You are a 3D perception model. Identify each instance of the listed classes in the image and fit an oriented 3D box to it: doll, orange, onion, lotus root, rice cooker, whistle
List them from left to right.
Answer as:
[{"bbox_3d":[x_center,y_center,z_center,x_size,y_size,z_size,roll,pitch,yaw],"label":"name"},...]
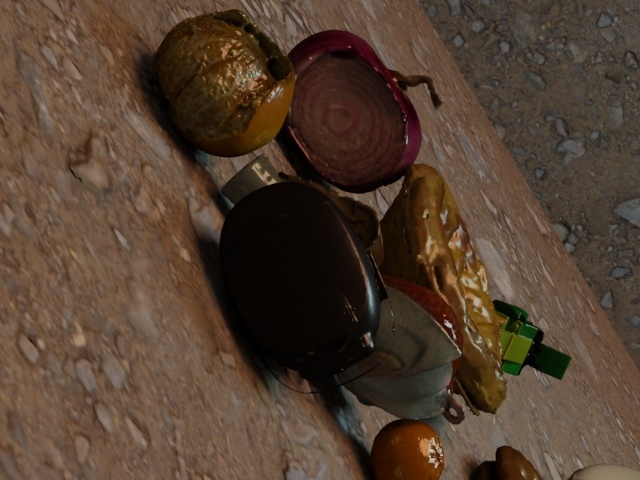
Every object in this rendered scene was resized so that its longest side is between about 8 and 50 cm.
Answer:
[{"bbox_3d":[-0.098,-0.164,1.527,0.156,0.134,0.156,56,4,-6],"label":"orange"},{"bbox_3d":[-0.014,0.043,1.419,0.118,0.142,0.203,35,32,-82],"label":"rice cooker"},{"bbox_3d":[0.003,-0.001,1.657,0.159,0.095,0.135,24,-13,32],"label":"lotus root"},{"bbox_3d":[0.036,-0.166,1.895,0.207,0.201,0.200,27,22,-6],"label":"onion"},{"bbox_3d":[0.033,0.058,1.533,0.346,0.133,0.142,50,-15,0],"label":"whistle"},{"bbox_3d":[0.091,0.227,1.535,0.083,0.070,0.083,-16,108,-59],"label":"orange"},{"bbox_3d":[0.252,0.142,2.125,0.186,0.106,0.134,20,8,-43],"label":"doll"}]

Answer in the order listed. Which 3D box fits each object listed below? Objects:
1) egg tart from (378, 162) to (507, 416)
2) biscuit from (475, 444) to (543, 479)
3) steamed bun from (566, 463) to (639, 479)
[{"bbox_3d":[0.139,0.071,1.847,0.341,0.129,0.341,-22,90,-78],"label":"egg tart"},{"bbox_3d":[0.266,0.367,1.878,0.220,0.066,0.220,56,13,-20],"label":"biscuit"},{"bbox_3d":[0.422,0.409,2.127,0.177,0.131,0.228,21,14,19],"label":"steamed bun"}]
